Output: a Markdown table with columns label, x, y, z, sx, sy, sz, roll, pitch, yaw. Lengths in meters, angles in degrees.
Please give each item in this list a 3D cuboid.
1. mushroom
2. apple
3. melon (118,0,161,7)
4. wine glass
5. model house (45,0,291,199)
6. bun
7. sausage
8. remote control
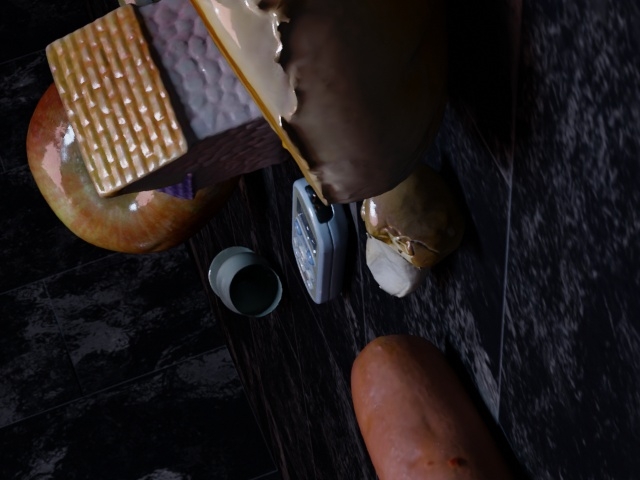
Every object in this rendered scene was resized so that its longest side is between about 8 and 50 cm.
| label | x | y | z | sx | sy | sz | roll | pitch | yaw |
| --- | --- | --- | --- | --- | --- | --- | --- | --- | --- |
| mushroom | 0.070 | -0.002 | 1.353 | 0.084 | 0.071 | 0.209 | 39 | 168 | 8 |
| apple | -0.245 | -0.132 | 2.304 | 0.301 | 0.301 | 0.302 | 160 | 90 | -81 |
| melon | -0.227 | -0.332 | 2.323 | 0.099 | 0.099 | 0.162 | -134 | 23 | -70 |
| wine glass | -0.109 | 0.061 | 2.493 | 0.202 | 0.093 | 0.093 | -150 | 41 | -76 |
| model house | -0.166 | -0.162 | 1.876 | 0.237 | 0.237 | 0.202 | 115 | 133 | -78 |
| bun | -0.003 | -0.176 | 1.096 | 0.299 | 0.164 | 0.299 | 56 | -179 | -1 |
| sausage | 0.105 | 0.200 | 1.433 | 0.114 | 0.113 | 0.259 | 79 | 169 | -46 |
| remote control | 0.000 | 0.000 | 1.840 | 0.244 | 0.047 | 0.087 | 94 | 158 | -70 |
